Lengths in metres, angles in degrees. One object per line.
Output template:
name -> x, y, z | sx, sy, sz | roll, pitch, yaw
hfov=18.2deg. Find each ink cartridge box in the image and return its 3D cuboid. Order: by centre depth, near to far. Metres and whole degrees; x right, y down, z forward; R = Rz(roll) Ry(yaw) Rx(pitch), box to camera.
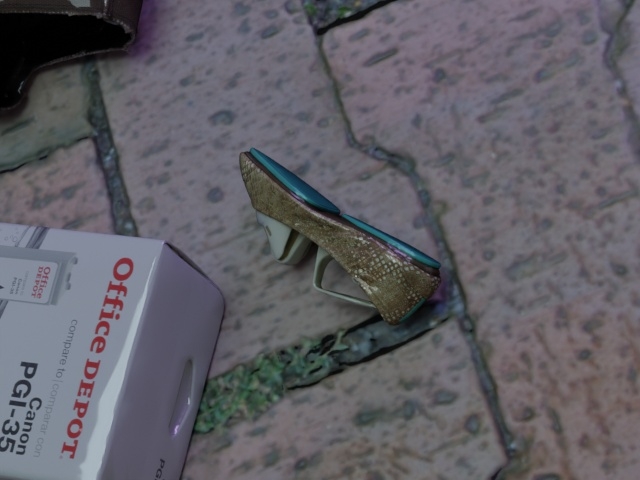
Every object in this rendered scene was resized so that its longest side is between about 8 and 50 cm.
ink cartridge box -> -0.242, 0.096, 1.554 | 0.283, 0.117, 0.207 | 5, 69, 24

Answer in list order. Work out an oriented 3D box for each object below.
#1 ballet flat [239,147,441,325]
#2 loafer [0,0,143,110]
ballet flat -> 0.000, 0.000, 1.531 | 0.206, 0.073, 0.067 | 34, 97, 34
loafer -> -0.313, -0.171, 1.692 | 0.366, 0.134, 0.130 | -21, 61, 13
